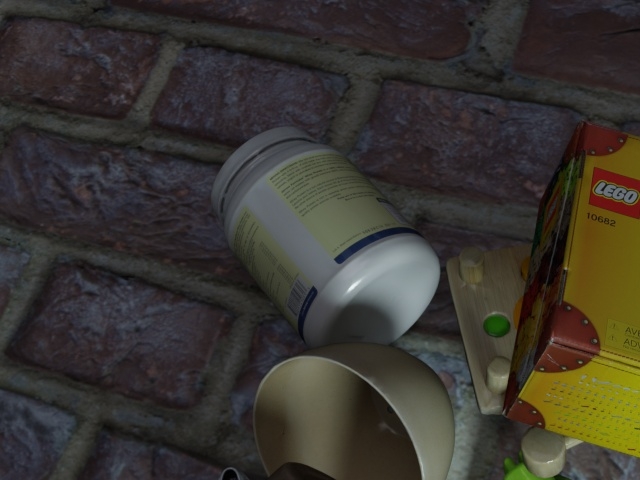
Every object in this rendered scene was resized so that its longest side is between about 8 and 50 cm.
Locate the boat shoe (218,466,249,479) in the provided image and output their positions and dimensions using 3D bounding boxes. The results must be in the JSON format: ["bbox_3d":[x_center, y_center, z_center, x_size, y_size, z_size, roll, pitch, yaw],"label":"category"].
[{"bbox_3d":[-0.123,0.411,1.661,0.066,0.063,0.184,-3,58,13],"label":"boat shoe"}]

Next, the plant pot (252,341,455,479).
[{"bbox_3d":[0.075,0.255,1.615,0.284,0.284,0.191,29,34,28],"label":"plant pot"}]

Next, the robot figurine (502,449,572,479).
[{"bbox_3d":[0.293,0.343,1.595,0.101,0.067,0.115,-25,56,-12],"label":"robot figurine"}]

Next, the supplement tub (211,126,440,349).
[{"bbox_3d":[0.000,0.000,1.782,0.235,0.235,0.325,-36,57,-9],"label":"supplement tub"}]

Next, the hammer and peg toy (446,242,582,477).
[{"bbox_3d":[0.340,0.158,1.656,0.266,0.127,0.361,-11,57,0],"label":"hammer and peg toy"}]

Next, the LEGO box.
[{"bbox_3d":[0.520,0.100,1.495,0.500,0.193,0.372,17,52,2],"label":"LEGO box"}]

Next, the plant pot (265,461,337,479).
[{"bbox_3d":[-0.044,0.413,1.481,0.263,0.263,0.229,33,94,29],"label":"plant pot"}]
